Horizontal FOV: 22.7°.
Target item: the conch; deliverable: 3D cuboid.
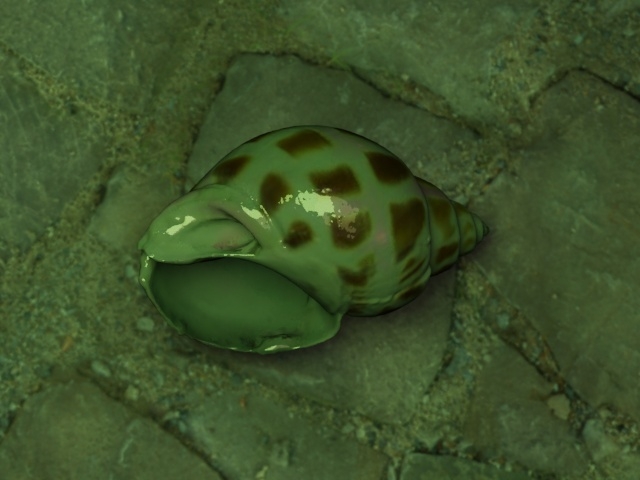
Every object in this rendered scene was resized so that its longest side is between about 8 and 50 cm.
[{"bbox_3d":[-0.001,0.000,1.702,0.368,0.197,0.249,13,114,-2],"label":"conch"}]
